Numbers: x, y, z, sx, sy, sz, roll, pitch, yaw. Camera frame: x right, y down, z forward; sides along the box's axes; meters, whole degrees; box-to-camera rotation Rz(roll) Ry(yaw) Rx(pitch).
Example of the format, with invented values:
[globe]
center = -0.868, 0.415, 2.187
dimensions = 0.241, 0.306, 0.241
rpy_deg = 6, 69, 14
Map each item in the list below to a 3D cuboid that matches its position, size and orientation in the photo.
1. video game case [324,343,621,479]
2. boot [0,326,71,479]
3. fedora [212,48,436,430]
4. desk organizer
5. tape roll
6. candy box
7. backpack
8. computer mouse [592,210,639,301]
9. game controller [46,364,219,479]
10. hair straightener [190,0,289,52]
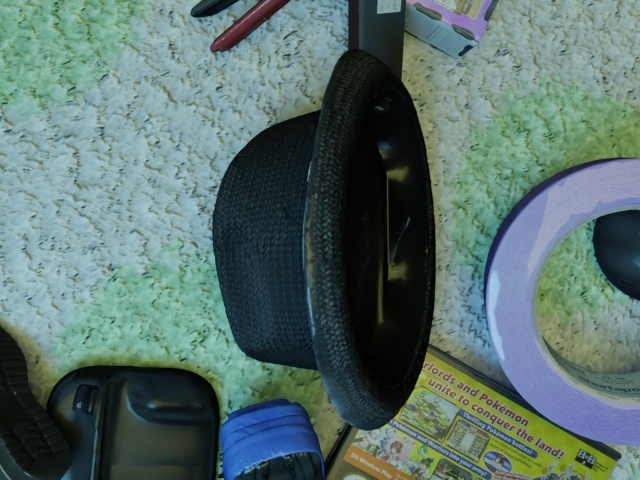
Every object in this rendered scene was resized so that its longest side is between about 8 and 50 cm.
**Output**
[video game case]
center = 0.141, 0.266, 0.791
dimensions = 0.274, 0.035, 0.248
rpy_deg = 30, 84, -5
[boot]
center = -0.324, 0.177, 0.708
dimensions = 0.137, 0.077, 0.198
rpy_deg = -50, 61, 26
[fedora]
center = 0.000, 0.000, 0.697
dimensions = 0.152, 0.334, 0.334
rpy_deg = -3, 88, 25
[desk organizer]
center = 0.054, -0.214, 0.752
dimensions = 0.047, 0.050, 0.130
rpy_deg = -10, 133, -9
[tape roll]
center = 0.302, 0.056, 0.751
dimensions = 0.274, 0.090, 0.275
rpy_deg = 1, 97, 10
[candy box]
center = 0.103, -0.312, 0.791
dimensions = 0.196, 0.070, 0.165
rpy_deg = 27, 84, -7
[backpack]
center = -0.051, 0.201, 0.715
dimensions = 0.098, 0.120, 0.101
rpy_deg = -17, 53, -12
[computer mouse]
center = 0.429, 0.031, 0.826
dimensions = 0.272, 0.072, 0.189
rpy_deg = 25, 85, -7
[game controller]
center = -0.188, 0.283, 0.735
dimensions = 0.166, 0.067, 0.319
rpy_deg = 5, 87, -23
[hair straightener]
center = -0.040, -0.279, 0.725
dimensions = 0.230, 0.047, 0.089
rpy_deg = -31, 91, 29
